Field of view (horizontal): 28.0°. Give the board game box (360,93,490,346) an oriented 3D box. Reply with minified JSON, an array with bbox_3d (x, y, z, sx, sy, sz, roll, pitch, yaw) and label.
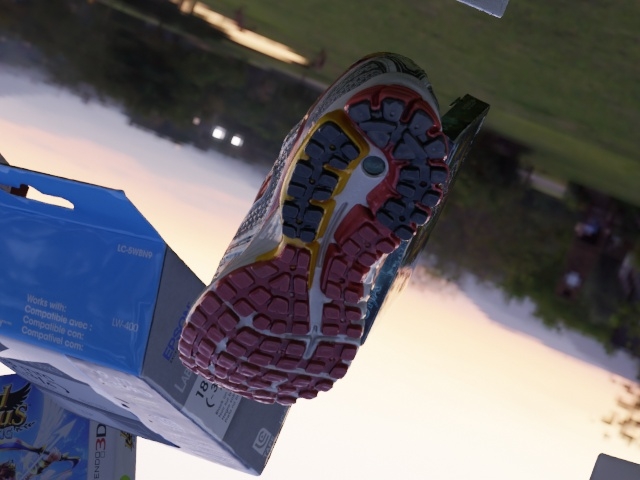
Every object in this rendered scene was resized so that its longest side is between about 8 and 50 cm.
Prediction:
[{"bbox_3d":[0.074,-0.018,1.013,0.026,0.186,0.126,27,-156,9],"label":"board game box"}]

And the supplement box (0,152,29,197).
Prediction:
[{"bbox_3d":[-0.350,0.036,1.208,0.073,0.239,0.130,9,165,5],"label":"supplement box"}]

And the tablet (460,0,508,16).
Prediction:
[{"bbox_3d":[0.167,-0.262,1.270,0.054,0.083,0.006,23,154,0],"label":"tablet"}]

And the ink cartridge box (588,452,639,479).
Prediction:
[{"bbox_3d":[0.441,0.423,1.620,0.198,0.197,0.270,13,160,31],"label":"ink cartridge box"}]

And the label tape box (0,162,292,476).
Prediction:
[{"bbox_3d":[-0.195,0.067,1.090,0.241,0.105,0.333,12,156,31],"label":"label tape box"}]

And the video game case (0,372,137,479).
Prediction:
[{"bbox_3d":[-0.367,0.291,1.653,0.270,0.244,0.061,-8,158,20],"label":"video game case"}]

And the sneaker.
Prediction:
[{"bbox_3d":[0.000,0.000,0.667,0.088,0.225,0.092,28,-146,-12],"label":"sneaker"}]
